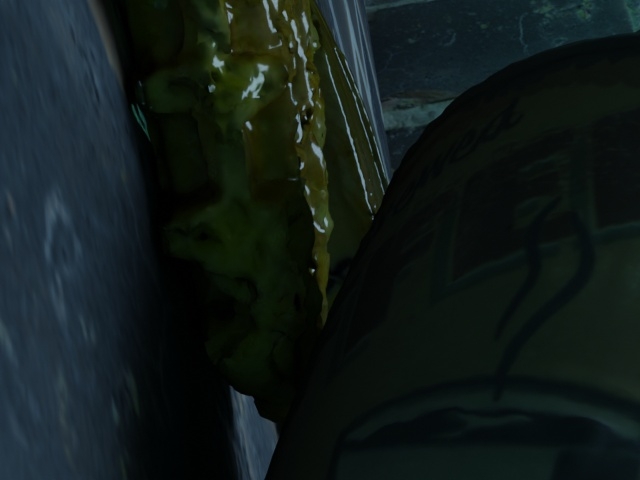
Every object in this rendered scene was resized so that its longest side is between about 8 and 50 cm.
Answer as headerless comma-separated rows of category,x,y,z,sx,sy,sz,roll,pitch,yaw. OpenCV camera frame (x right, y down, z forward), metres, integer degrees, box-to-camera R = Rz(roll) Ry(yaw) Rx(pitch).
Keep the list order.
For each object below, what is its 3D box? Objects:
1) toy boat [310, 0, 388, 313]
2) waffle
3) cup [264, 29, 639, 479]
toy boat,0.000,0.000,0.778,0.088,0.068,0.226,-104,-179,-80
waffle,-0.030,-0.079,0.590,0.291,0.051,0.291,-6,90,-83
cup,0.058,0.123,0.499,0.257,0.227,0.301,-53,179,-46
